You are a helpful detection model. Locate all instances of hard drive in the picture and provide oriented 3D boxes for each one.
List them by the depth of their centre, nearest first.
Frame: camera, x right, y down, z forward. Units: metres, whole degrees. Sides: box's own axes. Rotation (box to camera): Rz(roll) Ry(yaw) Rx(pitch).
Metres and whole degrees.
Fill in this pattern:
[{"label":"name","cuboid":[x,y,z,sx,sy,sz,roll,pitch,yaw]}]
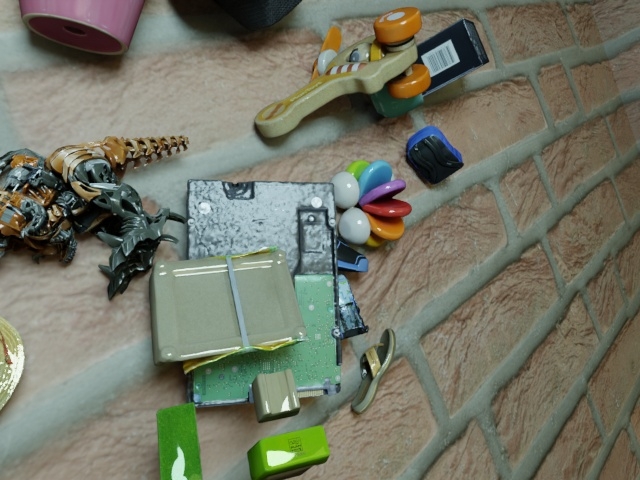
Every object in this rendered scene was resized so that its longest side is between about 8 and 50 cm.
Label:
[{"label":"hard drive","cuboid":[-0.089,0.075,0.688,0.237,0.064,0.338,-1,82,-13]}]

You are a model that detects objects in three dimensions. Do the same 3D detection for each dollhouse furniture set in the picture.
[{"label":"dollhouse furniture set","cuboid":[-0.124,0.176,0.601,0.198,0.151,0.301,-5,55,-20]}]

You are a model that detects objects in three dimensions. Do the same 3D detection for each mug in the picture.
[{"label":"mug","cuboid":[0.155,-0.342,0.970,0.129,0.098,0.157,61,11,-16]}]

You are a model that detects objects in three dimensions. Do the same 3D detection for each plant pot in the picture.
[{"label":"plant pot","cuboid":[-0.322,-0.367,0.592,0.202,0.201,0.180,5,94,-35]}]

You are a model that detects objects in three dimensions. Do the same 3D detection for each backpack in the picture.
[{"label":"backpack","cuboid":[0.022,0.124,0.788,0.084,0.105,0.114,-12,78,-16]},{"label":"backpack","cuboid":[0.262,-0.210,1.033,0.120,0.098,0.101,37,33,-25]}]

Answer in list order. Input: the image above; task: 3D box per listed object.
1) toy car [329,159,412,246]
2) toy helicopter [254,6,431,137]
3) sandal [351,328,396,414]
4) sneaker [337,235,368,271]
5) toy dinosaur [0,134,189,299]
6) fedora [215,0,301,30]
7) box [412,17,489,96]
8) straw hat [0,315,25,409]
[{"label":"toy car","cuboid":[0.115,-0.080,0.872,0.159,0.136,0.181,-17,91,-36]},{"label":"toy helicopter","cuboid":[0.020,-0.311,0.834,0.355,0.235,0.140,-36,132,-13]},{"label":"sandal","cuboid":[0.098,0.247,0.848,0.049,0.072,0.180,32,66,-3]},{"label":"sneaker","cuboid":[0.000,0.000,0.808,0.232,0.081,0.090,17,78,-31]},{"label":"toy dinosaur","cuboid":[-0.303,-0.054,0.567,0.322,0.164,0.218,-44,91,-11]},{"label":"fedora","cuboid":[-0.101,-0.491,0.756,0.152,0.334,0.333,50,51,-54]},{"label":"box","cuboid":[0.299,-0.429,1.025,0.108,0.153,0.207,62,33,-10]},{"label":"straw hat","cuboid":[-0.421,0.150,0.488,0.145,0.061,0.144,26,53,-42]}]
